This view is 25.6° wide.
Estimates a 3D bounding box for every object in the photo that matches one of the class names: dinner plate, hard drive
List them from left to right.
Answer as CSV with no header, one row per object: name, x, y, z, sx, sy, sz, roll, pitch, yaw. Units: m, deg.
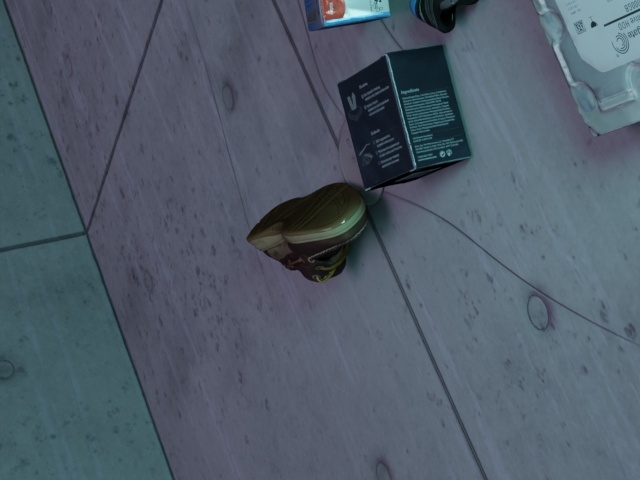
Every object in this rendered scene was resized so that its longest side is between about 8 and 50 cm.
dinner plate,0.056,-0.121,2.111,0.141,0.017,0.141,35,131,56
hard drive,0.290,-0.287,1.418,0.339,0.064,0.237,66,156,-3

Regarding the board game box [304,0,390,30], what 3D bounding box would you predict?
board game box,0.013,-0.432,1.848,0.308,0.086,0.302,-117,18,-81

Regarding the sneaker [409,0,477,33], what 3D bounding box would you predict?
sneaker,0.172,-0.331,1.733,0.078,0.067,0.188,44,142,16

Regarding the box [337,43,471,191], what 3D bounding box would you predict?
box,0.110,-0.163,1.886,0.156,0.093,0.158,-20,84,65

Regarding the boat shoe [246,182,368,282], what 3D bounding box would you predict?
boat shoe,0.000,0.000,2.195,0.123,0.123,0.342,49,157,-13
